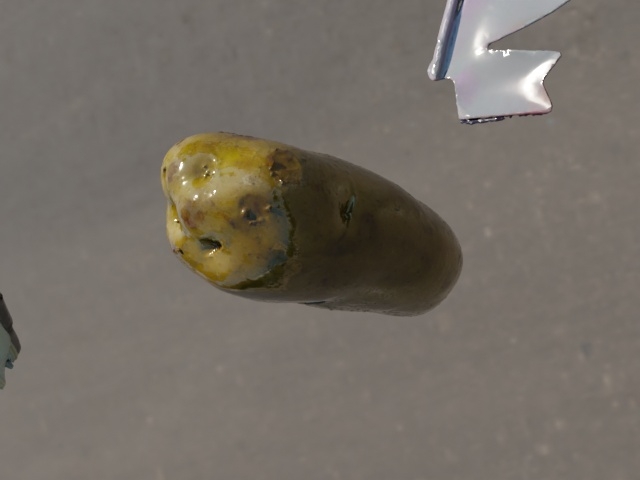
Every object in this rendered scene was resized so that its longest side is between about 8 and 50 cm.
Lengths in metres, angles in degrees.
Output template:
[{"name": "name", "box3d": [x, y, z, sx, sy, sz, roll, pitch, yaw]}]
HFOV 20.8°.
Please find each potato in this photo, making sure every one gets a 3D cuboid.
[{"name": "potato", "box3d": [0.000, 0.000, 1.720, 0.195, 0.369, 0.176, -49, 46, 24]}]

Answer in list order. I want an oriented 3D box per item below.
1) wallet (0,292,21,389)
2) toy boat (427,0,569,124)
[{"name": "wallet", "box3d": [-0.394, 0.069, 1.724, 0.250, 0.176, 0.075, 91, -161, -66]}, {"name": "toy boat", "box3d": [0.136, -0.229, 0.898, 0.219, 0.072, 0.318, -15, 69, 30]}]
